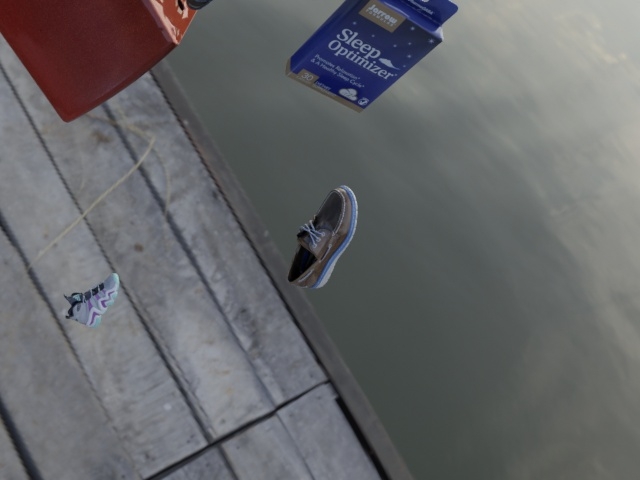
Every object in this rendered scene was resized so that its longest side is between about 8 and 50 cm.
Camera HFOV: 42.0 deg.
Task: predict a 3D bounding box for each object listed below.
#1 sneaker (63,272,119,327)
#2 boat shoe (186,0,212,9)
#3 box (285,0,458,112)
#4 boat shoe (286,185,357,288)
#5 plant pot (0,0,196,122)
[{"bbox_3d":[-0.345,0.084,1.233,0.069,0.098,0.038,21,19,-33],"label":"sneaker"},{"bbox_3d":[-0.139,-0.348,1.090,0.046,0.125,0.038,34,52,-23],"label":"boat shoe"},{"bbox_3d":[0.069,-0.273,1.152,0.136,0.225,0.037,22,51,-28],"label":"box"},{"bbox_3d":[0.000,0.000,1.285,0.066,0.183,0.066,-4,33,-42],"label":"boat shoe"},{"bbox_3d":[-0.354,-0.400,1.371,0.267,0.235,0.267,-79,147,-49],"label":"plant pot"}]
